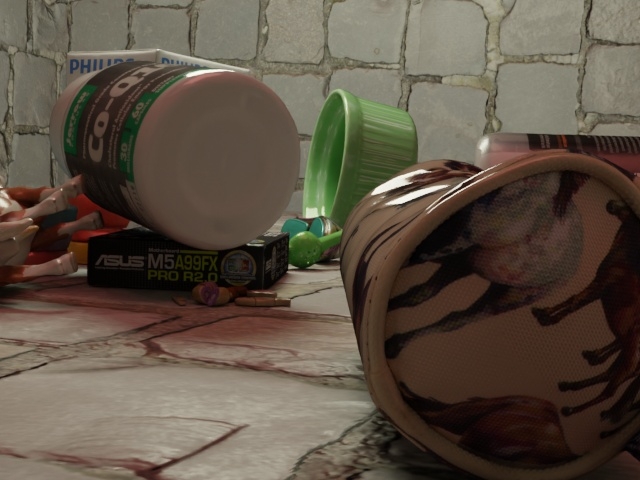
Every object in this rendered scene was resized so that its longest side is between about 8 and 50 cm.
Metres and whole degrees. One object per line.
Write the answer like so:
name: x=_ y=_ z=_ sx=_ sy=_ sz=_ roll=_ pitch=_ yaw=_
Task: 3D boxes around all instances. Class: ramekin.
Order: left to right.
ramekin: x=0.074 y=-0.128 z=1.905 sx=0.148 sy=0.304 sz=0.303 roll=9 pitch=3 yaw=-14

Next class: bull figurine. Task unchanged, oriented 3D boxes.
bull figurine: x=-0.354 y=-0.013 z=1.114 sx=0.188 sy=0.101 sz=0.310 roll=-14 pitch=20 yaw=0

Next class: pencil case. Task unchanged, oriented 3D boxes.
pencil case: x=0.106 y=0.025 z=0.647 sx=0.183 sy=0.160 sz=0.410 roll=-15 pitch=4 yaw=0

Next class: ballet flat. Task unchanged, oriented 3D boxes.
ballet flat: x=0.000 y=0.000 z=1.657 sx=0.079 sy=0.077 sz=0.221 roll=21 pitch=-3 yaw=-20

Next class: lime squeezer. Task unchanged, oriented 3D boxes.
lime squeezer: x=-0.064 y=-0.004 z=1.497 sx=0.310 sy=0.059 sz=0.110 roll=-1 pitch=44 yaw=-3

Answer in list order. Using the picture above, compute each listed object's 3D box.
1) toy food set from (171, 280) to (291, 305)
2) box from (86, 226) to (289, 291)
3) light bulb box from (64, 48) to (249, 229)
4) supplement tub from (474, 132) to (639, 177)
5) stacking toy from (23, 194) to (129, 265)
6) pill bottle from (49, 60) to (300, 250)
toy food set: x=-0.098 y=0.057 z=1.090 sx=0.122 sy=0.019 sz=0.078 roll=1 pitch=4 yaw=-18
box: x=-0.161 y=0.020 z=1.299 sx=0.216 sy=0.060 sz=0.270 roll=2 pitch=4 yaw=5
light bulb box: x=-0.329 y=-0.190 z=2.041 sx=0.225 sy=0.361 sz=0.358 roll=4 pitch=4 yaw=25
supplement tub: x=0.305 y=-0.006 z=0.969 sx=0.315 sy=0.194 sz=0.193 roll=2 pitch=4 yaw=8
stacking toy: x=-0.425 y=-0.032 z=1.410 sx=0.279 sy=0.131 sz=0.309 roll=4 pitch=4 yaw=17
pill bottle: x=-0.198 y=-0.117 z=1.230 sx=0.204 sy=0.204 sz=0.361 roll=-1 pitch=11 yaw=-33
